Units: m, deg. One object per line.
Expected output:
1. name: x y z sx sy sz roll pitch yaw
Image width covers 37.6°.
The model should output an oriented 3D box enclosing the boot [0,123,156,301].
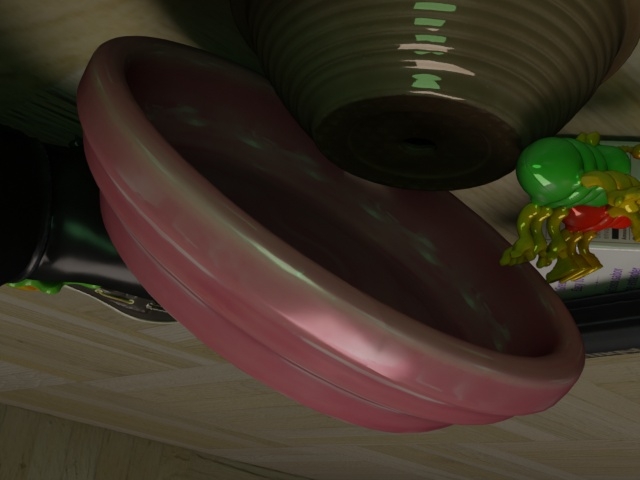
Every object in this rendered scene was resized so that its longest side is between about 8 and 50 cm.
1. boot: -0.117 0.021 0.706 0.445 0.146 0.367 19 -164 -18

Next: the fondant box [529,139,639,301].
1. fondant box: 0.336 0.015 0.760 0.330 0.096 0.238 4 159 13

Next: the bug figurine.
1. bug figurine: 0.216 -0.061 0.516 0.279 0.072 0.216 -31 163 35

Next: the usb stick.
1. usb stick: 0.225 0.069 0.744 0.077 0.045 0.278 24 154 -35

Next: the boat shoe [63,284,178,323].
1. boat shoe: -0.215 0.036 1.031 0.228 0.081 0.069 20 160 -23

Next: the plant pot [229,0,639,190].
1. plant pot: 0.061 -0.101 0.534 0.237 0.109 0.237 6 159 2

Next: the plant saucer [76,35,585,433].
1. plant saucer: 0.000 0.000 0.565 0.332 0.084 0.332 30 -162 -11

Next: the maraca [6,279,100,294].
1. maraca: -0.265 0.004 0.886 0.127 0.099 0.186 -10 -150 -34
